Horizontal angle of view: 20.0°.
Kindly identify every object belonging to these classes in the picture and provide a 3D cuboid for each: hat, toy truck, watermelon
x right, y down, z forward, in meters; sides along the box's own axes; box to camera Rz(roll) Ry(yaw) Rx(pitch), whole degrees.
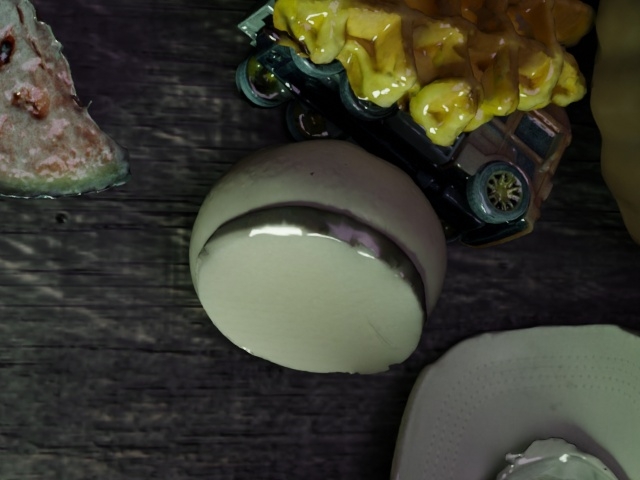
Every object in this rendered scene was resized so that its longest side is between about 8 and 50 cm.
[{"bbox_3d":[0.163,0.206,1.283,0.258,0.168,0.301,-2,68,15],"label":"hat"},{"bbox_3d":[0.057,-0.117,1.243,0.256,0.108,0.140,38,67,-14],"label":"toy truck"},{"bbox_3d":[-0.207,-0.095,1.175,0.187,0.071,0.139,15,81,-11],"label":"watermelon"}]

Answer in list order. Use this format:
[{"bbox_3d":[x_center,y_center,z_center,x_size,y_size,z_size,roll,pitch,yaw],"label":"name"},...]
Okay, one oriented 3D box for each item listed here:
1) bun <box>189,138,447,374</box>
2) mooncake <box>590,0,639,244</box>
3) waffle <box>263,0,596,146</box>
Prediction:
[{"bbox_3d":[0.000,0.000,1.207,0.173,0.173,0.120,30,46,-18],"label":"bun"},{"bbox_3d":[0.346,-0.121,1.254,0.324,0.187,0.324,-4,97,-40],"label":"mooncake"},{"bbox_3d":[0.054,-0.211,1.187,0.329,0.062,0.329,18,55,-28],"label":"waffle"}]
